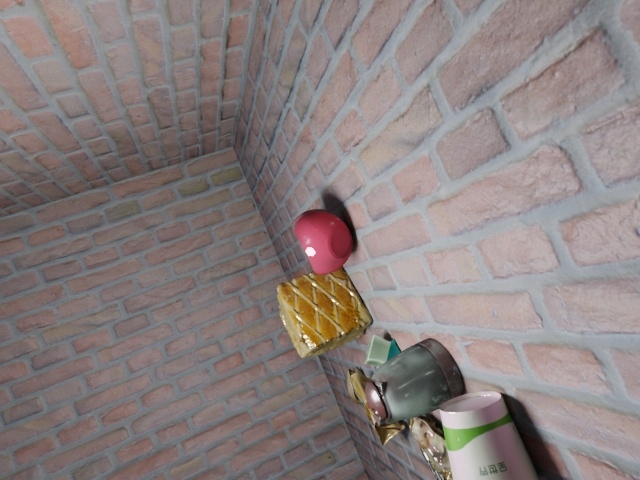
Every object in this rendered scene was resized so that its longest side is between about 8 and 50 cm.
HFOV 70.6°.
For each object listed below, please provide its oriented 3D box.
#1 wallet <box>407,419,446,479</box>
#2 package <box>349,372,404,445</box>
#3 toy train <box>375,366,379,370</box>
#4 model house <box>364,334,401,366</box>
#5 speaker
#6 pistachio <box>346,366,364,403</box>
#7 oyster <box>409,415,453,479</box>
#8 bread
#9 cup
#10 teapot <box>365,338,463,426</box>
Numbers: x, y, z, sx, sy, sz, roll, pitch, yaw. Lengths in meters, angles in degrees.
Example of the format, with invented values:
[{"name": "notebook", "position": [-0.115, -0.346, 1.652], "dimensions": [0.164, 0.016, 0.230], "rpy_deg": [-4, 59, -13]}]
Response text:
[{"name": "wallet", "position": [0.468, 0.925, 1.949], "dimensions": [0.316, 0.044, 0.169], "rpy_deg": [63, -176, 38]}, {"name": "package", "position": [0.296, 0.822, 2.279], "dimensions": [0.311, 0.165, 0.221], "rpy_deg": [52, 165, 58]}, {"name": "toy train", "position": [0.309, 0.728, 2.165], "dimensions": [0.055, 0.048, 0.251], "rpy_deg": [100, 165, -55]}, {"name": "model house", "position": [0.282, 0.500, 1.989], "dimensions": [0.100, 0.149, 0.126], "rpy_deg": [96, -168, -61]}, {"name": "speaker", "position": [0.000, 0.000, 1.998], "dimensions": [0.294, 0.295, 0.294], "rpy_deg": [57, 160, 34]}, {"name": "pistachio", "position": [0.217, 0.847, 2.622], "dimensions": [0.222, 0.127, 0.152], "rpy_deg": [70, -161, -5]}, {"name": "oyster", "position": [0.473, 0.825, 1.810], "dimensions": [0.361, 0.096, 0.221], "rpy_deg": [-155, 59, -63]}, {"name": "bread", "position": [0.002, 0.356, 2.250], "dimensions": [0.389, 0.372, 0.279], "rpy_deg": [58, 162, 28]}, {"name": "cup", "position": [0.476, 0.601, 1.319], "dimensions": [0.253, 0.254, 0.273], "rpy_deg": [138, 116, -72]}, {"name": "teapot", "position": [0.309, 0.541, 1.622], "dimensions": [0.233, 0.313, 0.314], "rpy_deg": [-127, 22, -47]}]
